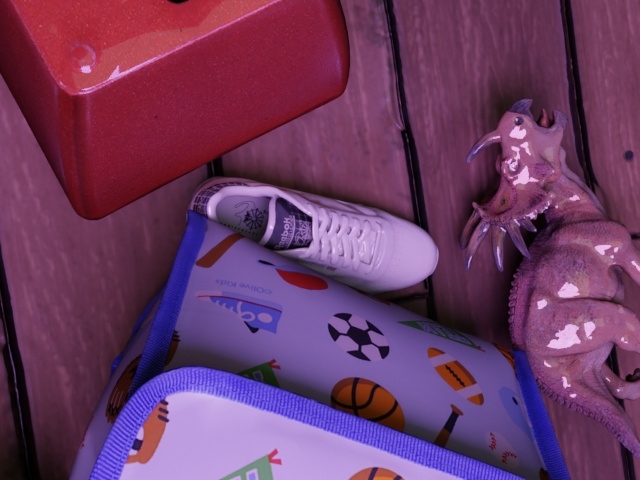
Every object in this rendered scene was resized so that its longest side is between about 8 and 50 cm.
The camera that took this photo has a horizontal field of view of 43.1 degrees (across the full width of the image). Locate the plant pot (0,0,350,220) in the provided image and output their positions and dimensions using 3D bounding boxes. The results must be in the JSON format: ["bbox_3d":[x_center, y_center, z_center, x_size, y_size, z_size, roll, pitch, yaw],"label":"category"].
[{"bbox_3d":[-0.130,-0.197,0.591,0.267,0.236,0.267,-28,92,-9],"label":"plant pot"}]

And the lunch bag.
[{"bbox_3d":[-0.001,0.187,0.535,0.327,0.385,0.239,23,118,-10],"label":"lunch bag"}]

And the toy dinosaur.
[{"bbox_3d":[0.212,0.044,0.721,0.200,0.127,0.296,9,70,-12],"label":"toy dinosaur"}]

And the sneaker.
[{"bbox_3d":[0.000,0.000,0.708,0.235,0.095,0.090,10,85,-15],"label":"sneaker"}]
